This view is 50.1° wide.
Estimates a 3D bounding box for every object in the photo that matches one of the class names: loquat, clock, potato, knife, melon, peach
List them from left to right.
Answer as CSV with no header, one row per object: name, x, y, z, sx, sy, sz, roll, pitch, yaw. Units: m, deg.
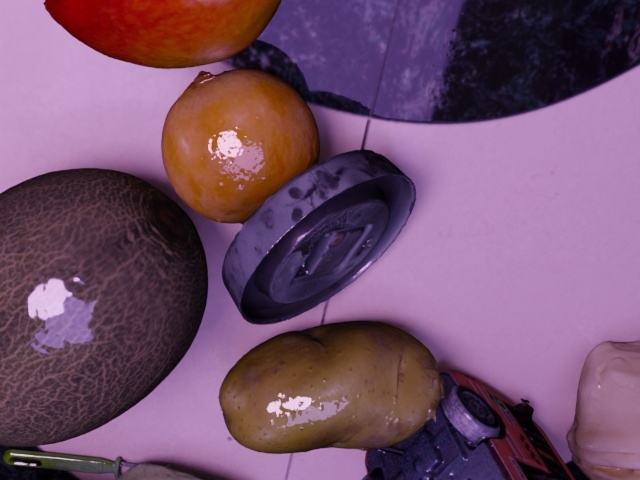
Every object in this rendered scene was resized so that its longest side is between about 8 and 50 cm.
melon,-0.254,0.068,0.664,0.301,0.237,0.237,-36,114,14
knife,-0.307,0.301,0.901,0.212,0.015,0.054,11,121,-12
peach,-0.129,-0.227,0.553,0.197,0.197,0.198,-2,117,-4
loquat,-0.075,-0.087,0.653,0.163,0.137,0.163,-4,104,-16
clock,0.000,0.000,0.685,0.214,0.042,0.215,-32,155,-16
potato,0.010,0.169,0.775,0.248,0.169,0.144,-8,88,-11

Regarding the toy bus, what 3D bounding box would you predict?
toy bus,0.216,0.360,0.752,0.233,0.427,0.203,28,112,-29

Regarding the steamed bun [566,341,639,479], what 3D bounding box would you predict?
steamed bun,0.463,0.266,0.840,0.275,0.203,0.289,-18,116,5

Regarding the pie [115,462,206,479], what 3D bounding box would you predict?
pie,-0.186,0.384,0.924,0.240,0.054,0.241,-2,125,-2
